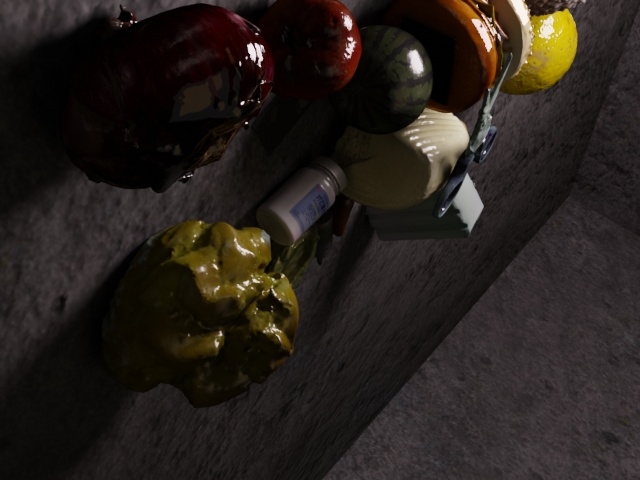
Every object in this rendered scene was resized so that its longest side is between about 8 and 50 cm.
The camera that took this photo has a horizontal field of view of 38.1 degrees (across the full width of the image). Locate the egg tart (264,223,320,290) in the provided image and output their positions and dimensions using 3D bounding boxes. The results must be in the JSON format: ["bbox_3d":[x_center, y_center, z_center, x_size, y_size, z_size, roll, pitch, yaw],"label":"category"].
[{"bbox_3d":[-0.074,0.037,2.018,0.197,0.078,0.197,-47,158,-26],"label":"egg tart"}]

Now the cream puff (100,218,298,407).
[{"bbox_3d":[-0.190,0.144,1.666,0.378,0.275,0.378,-42,153,-26],"label":"cream puff"}]

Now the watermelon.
[{"bbox_3d":[0.113,-0.305,1.760,0.212,0.212,0.212,-45,155,-27],"label":"watermelon"}]

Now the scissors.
[{"bbox_3d":[0.321,-0.221,1.865,0.256,0.029,0.383,-51,164,-27],"label":"scissors"}]

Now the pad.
[{"bbox_3d":[-0.055,-0.257,1.748,0.190,0.004,0.127,-52,158,-10],"label":"pad"}]

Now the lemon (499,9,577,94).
[{"bbox_3d":[0.486,-0.483,2.243,0.258,0.258,0.310,-58,156,4],"label":"lemon"}]

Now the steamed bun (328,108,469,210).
[{"bbox_3d":[0.157,-0.182,2.026,0.290,0.273,0.272,-27,160,-45],"label":"steamed bun"}]

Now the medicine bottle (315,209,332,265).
[{"bbox_3d":[0.000,0.000,2.147,0.057,0.057,0.199,-45,156,-27],"label":"medicine bottle"}]

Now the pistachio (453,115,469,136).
[{"bbox_3d":[0.313,-0.244,2.344,0.157,0.157,0.229,-62,170,15],"label":"pistachio"}]

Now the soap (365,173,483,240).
[{"bbox_3d":[0.246,-0.091,2.300,0.095,0.289,0.173,-52,124,-34],"label":"soap"}]

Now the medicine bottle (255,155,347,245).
[{"bbox_3d":[-0.037,-0.083,1.894,0.186,0.103,0.103,-45,156,-26],"label":"medicine bottle"}]

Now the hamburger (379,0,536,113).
[{"bbox_3d":[0.278,-0.408,1.872,0.225,0.291,0.291,-42,154,-35],"label":"hamburger"}]

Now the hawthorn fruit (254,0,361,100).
[{"bbox_3d":[-0.020,-0.321,1.529,0.185,0.185,0.202,-62,175,14],"label":"hawthorn fruit"}]

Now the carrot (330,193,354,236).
[{"bbox_3d":[0.047,-0.066,2.169,0.055,0.055,0.161,-44,162,-28],"label":"carrot"}]

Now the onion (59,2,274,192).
[{"bbox_3d":[-0.211,-0.198,1.238,0.314,0.232,0.314,-36,174,-4],"label":"onion"}]

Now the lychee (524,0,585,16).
[{"bbox_3d":[0.489,-0.617,2.001,0.300,0.300,0.300,-45,155,-27],"label":"lychee"}]
